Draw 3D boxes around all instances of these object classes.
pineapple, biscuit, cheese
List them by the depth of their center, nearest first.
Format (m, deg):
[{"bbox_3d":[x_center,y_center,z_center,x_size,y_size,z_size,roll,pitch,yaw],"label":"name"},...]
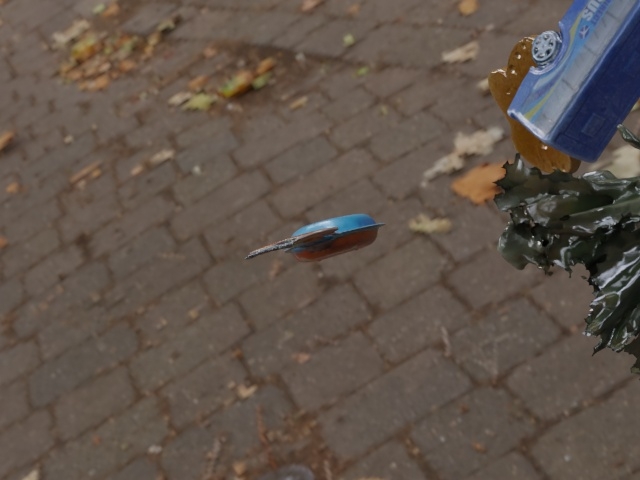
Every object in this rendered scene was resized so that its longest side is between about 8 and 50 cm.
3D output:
[{"bbox_3d":[0.260,-0.061,0.654,0.361,0.175,0.175,-25,28,-6],"label":"pineapple"},{"bbox_3d":[0.207,-0.134,1.200,0.023,0.140,0.118,-27,45,-26],"label":"biscuit"},{"bbox_3d":[0.000,0.000,1.245,0.106,0.037,0.256,-18,-2,15],"label":"cheese"}]

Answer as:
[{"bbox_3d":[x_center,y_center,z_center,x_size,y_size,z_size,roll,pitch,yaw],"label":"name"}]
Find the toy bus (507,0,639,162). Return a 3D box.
[{"bbox_3d":[0.257,-0.181,1.066,0.236,0.079,0.094,-58,41,20],"label":"toy bus"}]
